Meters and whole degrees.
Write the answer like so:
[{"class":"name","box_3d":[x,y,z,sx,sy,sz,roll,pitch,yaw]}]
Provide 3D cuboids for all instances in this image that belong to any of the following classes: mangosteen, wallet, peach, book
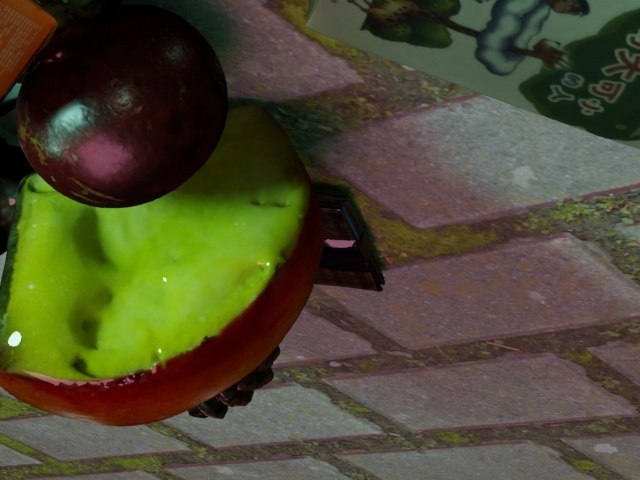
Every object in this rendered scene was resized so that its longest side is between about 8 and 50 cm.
[{"class":"mangosteen","box_3d":[-0.213,-0.155,1.487,0.215,0.215,0.257,-9,128,41]},{"class":"wallet","box_3d":[0.000,0.000,1.879,0.124,0.042,0.230,8,153,20]},{"class":"peach","box_3d":[-0.180,0.051,1.633,0.380,0.306,0.242,-21,149,-14]},{"class":"book","box_3d":[0.191,-0.193,1.327,0.371,0.043,0.260,18,156,-8]}]

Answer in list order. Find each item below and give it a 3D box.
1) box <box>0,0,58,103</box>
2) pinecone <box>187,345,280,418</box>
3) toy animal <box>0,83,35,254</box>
[{"class":"box","box_3d":[-0.387,-0.229,1.256,0.225,0.143,0.341,41,-177,13]},{"class":"pinecone","box_3d":[-0.192,0.103,1.996,0.292,0.246,0.246,16,165,48]},{"class":"toy animal","box_3d":[-0.419,-0.094,1.740,0.302,0.194,0.344,13,159,16]}]
